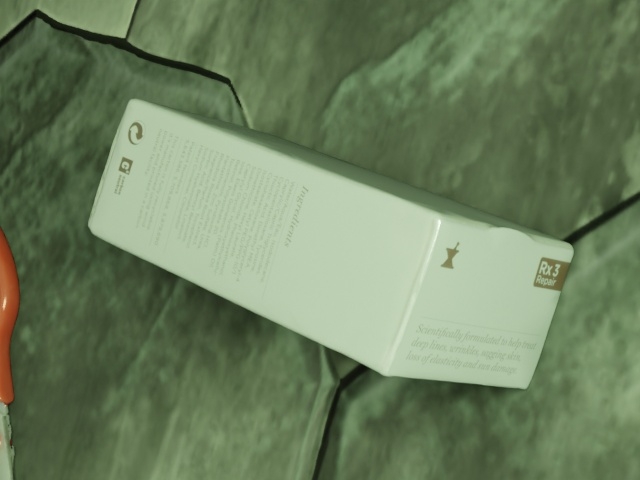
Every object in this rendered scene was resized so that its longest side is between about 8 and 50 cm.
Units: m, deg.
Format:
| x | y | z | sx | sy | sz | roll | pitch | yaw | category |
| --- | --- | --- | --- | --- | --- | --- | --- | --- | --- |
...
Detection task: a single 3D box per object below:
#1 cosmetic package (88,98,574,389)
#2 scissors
| x | y | z | sx | sy | sz | roll | pitch | yaw | category |
| --- | --- | --- | --- | --- | --- | --- | --- | --- | --- |
| 0.000 | 0.000 | 0.870 | 0.231 | 0.117 | 0.085 | 25 | 99 | 43 | cosmetic package |
| -0.209 | 0.110 | 1.097 | 0.109 | 0.021 | 0.297 | -43 | 55 | 26 | scissors |
